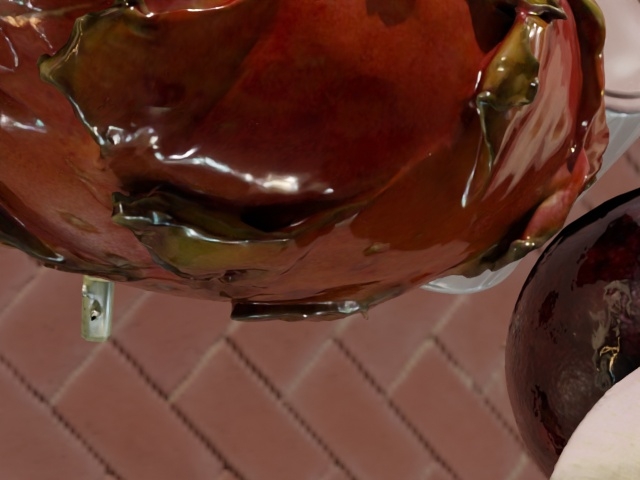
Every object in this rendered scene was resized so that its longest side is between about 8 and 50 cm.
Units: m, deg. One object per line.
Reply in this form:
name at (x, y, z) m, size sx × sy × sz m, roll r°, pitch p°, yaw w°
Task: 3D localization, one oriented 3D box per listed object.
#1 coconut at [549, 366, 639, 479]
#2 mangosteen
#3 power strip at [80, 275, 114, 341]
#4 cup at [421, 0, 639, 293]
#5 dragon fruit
coconut at (0.190, 0.143, 0.689) m, size 0.224 × 0.234 × 0.224 m, roll 1°, pitch 68°, yaw -3°
mangosteen at (0.228, 0.087, 0.989) m, size 0.228 × 0.228 × 0.265 m, roll 11°, pitch 33°, yaw -31°
power strip at (-0.192, 0.021, 1.505) m, size 0.028 × 0.169 × 0.076 m, roll 4°, pitch 123°, yaw -6°
cup at (0.117, -0.118, 1.435) m, size 0.288 × 0.273 × 0.208 m, roll 23°, pitch 47°, yaw -18°
dragon fruit at (-0.033, -0.081, 0.667) m, size 0.315 × 0.250 × 0.250 m, roll -2°, pitch 83°, yaw -10°
